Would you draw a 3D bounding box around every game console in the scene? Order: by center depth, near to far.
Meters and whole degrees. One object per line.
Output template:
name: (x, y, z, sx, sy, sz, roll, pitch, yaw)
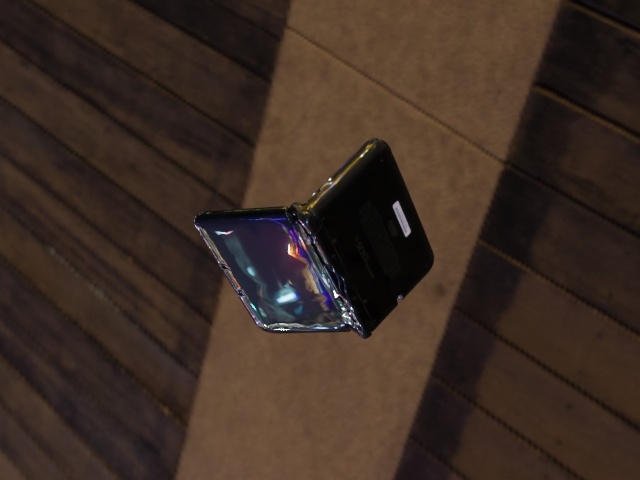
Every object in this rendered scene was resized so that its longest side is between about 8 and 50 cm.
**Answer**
game console: (0.000, 0.000, 0.760, 0.071, 0.107, 0.122, 30, 158, 39)
